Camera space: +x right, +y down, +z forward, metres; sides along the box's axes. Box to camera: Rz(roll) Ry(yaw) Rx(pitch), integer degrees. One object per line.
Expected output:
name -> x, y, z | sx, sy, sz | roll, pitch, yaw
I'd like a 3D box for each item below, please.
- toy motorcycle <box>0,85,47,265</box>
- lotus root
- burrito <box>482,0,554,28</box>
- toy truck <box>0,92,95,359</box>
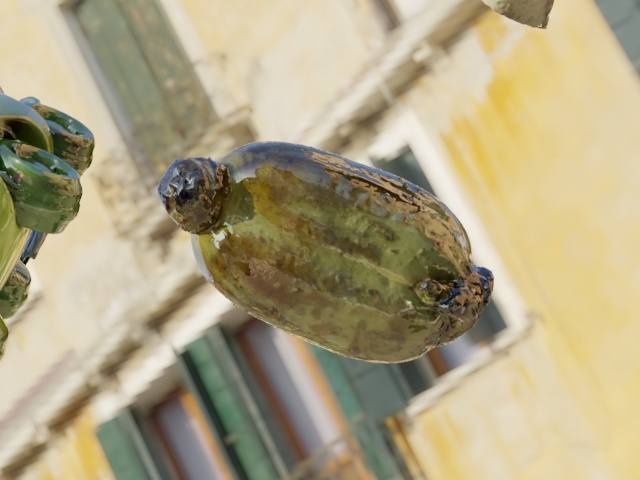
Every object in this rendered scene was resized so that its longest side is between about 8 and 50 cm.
toy motorcycle -> -0.306, -0.037, 1.498 | 0.206, 0.260, 0.154 | 35, -30, -23
lotus root -> 0.000, 0.000, 1.769 | 0.309, 0.173, 0.173 | 24, -40, -12
burrito -> 0.197, -0.299, 1.824 | 0.087, 0.060, 0.226 | 6, -50, -10
toy truck -> -0.245, -0.033, 1.207 | 0.148, 0.211, 0.187 | -63, -8, 15
